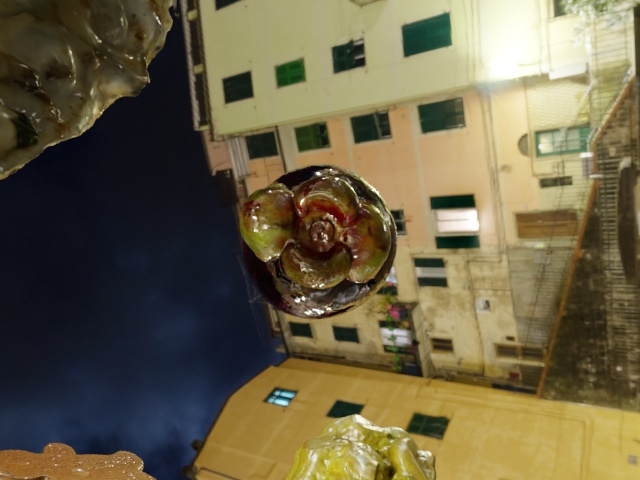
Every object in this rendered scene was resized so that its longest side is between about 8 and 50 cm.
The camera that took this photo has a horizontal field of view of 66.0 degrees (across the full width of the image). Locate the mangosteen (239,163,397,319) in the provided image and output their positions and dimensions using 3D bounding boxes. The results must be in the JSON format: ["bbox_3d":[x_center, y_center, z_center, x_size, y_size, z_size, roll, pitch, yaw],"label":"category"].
[{"bbox_3d":[0.000,0.000,0.611,0.209,0.209,0.210,2,-93,-55],"label":"mangosteen"}]

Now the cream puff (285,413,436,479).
[{"bbox_3d":[0.096,0.536,1.030,0.257,0.324,0.291,134,155,-75],"label":"cream puff"}]

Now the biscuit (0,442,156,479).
[{"bbox_3d":[-0.495,0.467,0.979,0.324,0.205,0.049,26,-98,-39],"label":"biscuit"}]

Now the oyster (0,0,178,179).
[{"bbox_3d":[-0.201,-0.132,0.350,0.294,0.093,0.166,-53,-39,-58],"label":"oyster"}]
